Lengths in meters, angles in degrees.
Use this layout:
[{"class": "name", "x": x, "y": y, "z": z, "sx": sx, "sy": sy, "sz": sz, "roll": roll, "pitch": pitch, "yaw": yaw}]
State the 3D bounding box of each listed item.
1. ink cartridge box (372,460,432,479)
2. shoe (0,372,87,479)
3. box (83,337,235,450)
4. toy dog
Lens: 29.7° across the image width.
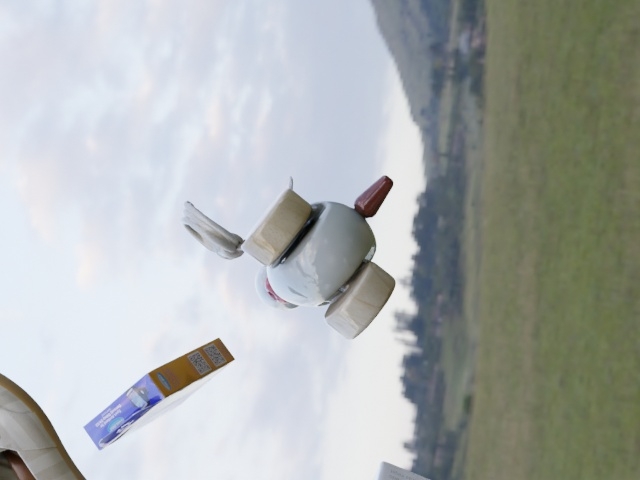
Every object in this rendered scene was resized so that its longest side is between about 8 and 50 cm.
[{"class": "ink cartridge box", "x": 0.113, "y": 0.408, "z": 1.328, "sx": 0.273, "sy": 0.198, "sz": 0.115, "roll": -67, "pitch": 0, "yaw": -51}, {"class": "shoe", "x": -0.280, "y": 0.206, "z": 1.127, "sx": 0.076, "sy": 0.219, "sz": 0.058, "roll": -36, "pitch": 6, "yaw": 31}, {"class": "box", "x": -0.133, "y": 0.125, "z": 0.979, "sx": 0.081, "sy": 0.028, "sz": 0.136, "roll": -40, "pitch": -9, "yaw": 23}, {"class": "toy dog", "x": 0.000, "y": 0.000, "z": 1.350, "sx": 0.161, "sy": 0.220, "sz": 0.333, "roll": -48, "pitch": 24, "yaw": -10}]
